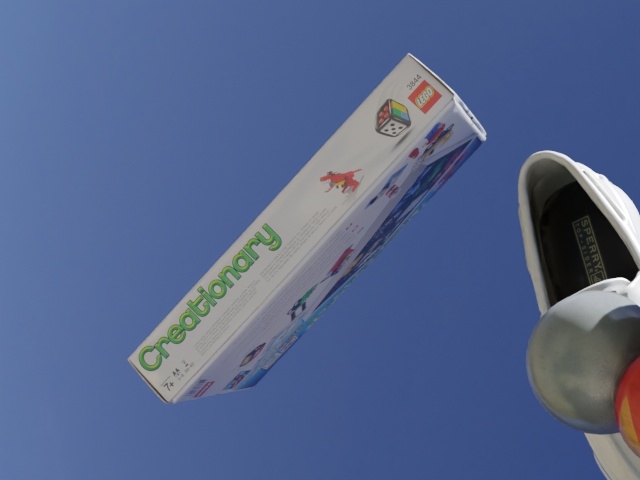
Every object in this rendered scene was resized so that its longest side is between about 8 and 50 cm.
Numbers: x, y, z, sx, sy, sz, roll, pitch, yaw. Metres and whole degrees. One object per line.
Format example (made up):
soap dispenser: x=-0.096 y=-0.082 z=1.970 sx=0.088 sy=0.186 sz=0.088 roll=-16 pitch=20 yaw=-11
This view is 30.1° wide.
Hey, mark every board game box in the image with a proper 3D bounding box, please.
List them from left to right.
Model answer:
board game box: x=0.000 y=0.000 z=0.935 sx=0.053 sy=0.193 sz=0.305 roll=44 pitch=-83 yaw=13

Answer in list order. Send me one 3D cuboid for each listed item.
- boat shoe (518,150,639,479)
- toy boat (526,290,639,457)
boat shoe: x=0.174 y=0.056 z=0.726 sx=0.095 sy=0.084 sz=0.258 roll=-35 pitch=-131 yaw=21
toy boat: x=0.097 y=0.183 z=0.531 sx=0.148 sy=0.267 sz=0.318 roll=30 pitch=-84 yaw=58
